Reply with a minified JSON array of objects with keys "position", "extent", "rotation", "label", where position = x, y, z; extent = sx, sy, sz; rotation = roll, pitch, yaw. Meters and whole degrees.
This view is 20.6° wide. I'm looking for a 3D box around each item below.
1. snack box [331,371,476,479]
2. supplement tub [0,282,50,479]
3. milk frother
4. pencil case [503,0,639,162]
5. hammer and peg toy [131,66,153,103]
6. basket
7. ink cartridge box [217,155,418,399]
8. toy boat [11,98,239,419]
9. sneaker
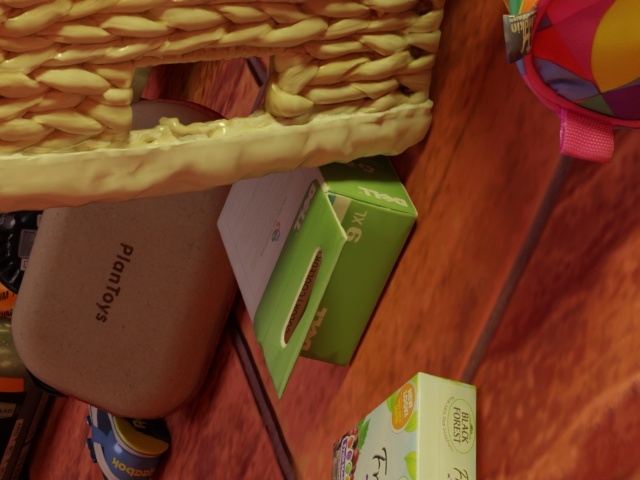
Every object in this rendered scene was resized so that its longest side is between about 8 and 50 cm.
[{"position":[0.039,0.150,0.867],"extent":[0.100,0.037,0.141],"rotation":[-45,35,51],"label":"snack box"},{"position":[-0.361,0.148,1.689],"extent":[0.193,0.193,0.316],"rotation":[-120,48,-62],"label":"supplement tub"},{"position":[-0.199,0.047,1.400],"extent":[0.135,0.129,0.143],"rotation":[44,-110,-80],"label":"milk frother"},{"position":[0.113,-0.145,0.804],"extent":[0.236,0.104,0.104],"rotation":[-98,30,-49],"label":"pencil case"},{"position":[-0.165,-0.270,1.568],"extent":[0.361,0.127,0.266],"rotation":[-104,36,-53],"label":"hammer and peg toy"},{"position":[-0.129,-0.215,0.966],"extent":[0.331,0.328,0.266],"rotation":[41,129,41],"label":"basket"},{"position":[0.000,0.000,1.040],"extent":[0.209,0.062,0.109],"rotation":[-113,43,-59],"label":"ink cartridge box"},{"position":[-0.122,0.008,1.288],"extent":[0.151,0.151,0.231],"rotation":[-38,-30,-74],"label":"toy boat"},{"position":[-0.158,0.147,1.362],"extent":[0.144,0.053,0.059],"rotation":[-120,47,-64],"label":"sneaker"}]
